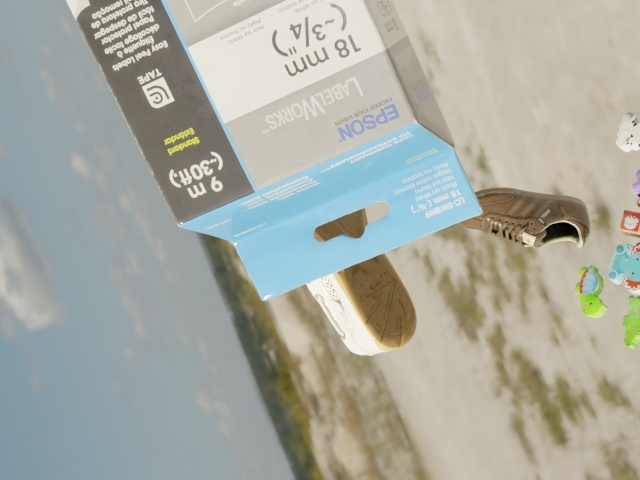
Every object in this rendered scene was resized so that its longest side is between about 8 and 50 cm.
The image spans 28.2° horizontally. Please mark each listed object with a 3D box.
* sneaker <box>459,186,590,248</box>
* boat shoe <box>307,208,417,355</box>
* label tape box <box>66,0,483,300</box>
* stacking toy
[{"bbox_3d":[0.277,-0.026,1.743,0.066,0.188,0.071,89,-179,-48],"label":"sneaker"},{"bbox_3d":[0.000,0.000,1.365,0.096,0.098,0.277,-27,86,51],"label":"boat shoe"},{"bbox_3d":[-0.033,-0.117,1.115,0.334,0.240,0.106,64,-162,-10],"label":"label tape box"},{"bbox_3d":[0.332,-0.008,1.298,0.052,0.221,0.167,13,173,34],"label":"stacking toy"}]
